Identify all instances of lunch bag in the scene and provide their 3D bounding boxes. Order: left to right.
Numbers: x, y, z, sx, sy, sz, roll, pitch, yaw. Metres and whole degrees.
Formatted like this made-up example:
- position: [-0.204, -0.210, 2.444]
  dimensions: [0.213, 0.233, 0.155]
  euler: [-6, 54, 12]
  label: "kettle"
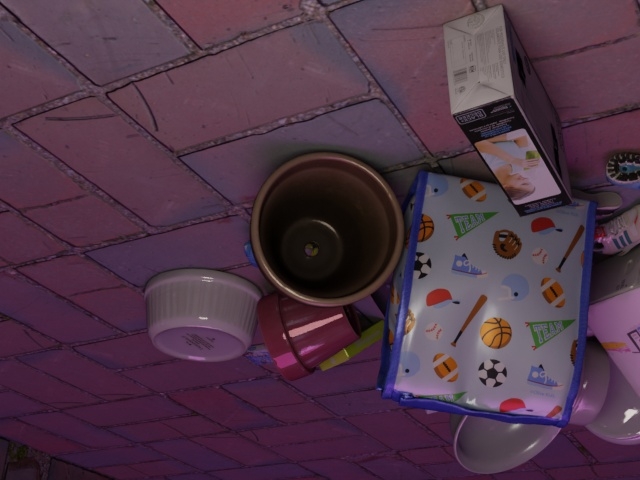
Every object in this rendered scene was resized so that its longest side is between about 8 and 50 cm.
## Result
- position: [0.279, 0.113, 1.549]
  dimensions: [0.328, 0.385, 0.239]
  euler: [8, 160, 0]
  label: "lunch bag"

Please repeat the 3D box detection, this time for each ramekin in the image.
- position: [-0.265, 0.177, 2.017]
  dimensions: [0.273, 0.127, 0.273]
  euler: [1, 151, 1]
  label: "ramekin"

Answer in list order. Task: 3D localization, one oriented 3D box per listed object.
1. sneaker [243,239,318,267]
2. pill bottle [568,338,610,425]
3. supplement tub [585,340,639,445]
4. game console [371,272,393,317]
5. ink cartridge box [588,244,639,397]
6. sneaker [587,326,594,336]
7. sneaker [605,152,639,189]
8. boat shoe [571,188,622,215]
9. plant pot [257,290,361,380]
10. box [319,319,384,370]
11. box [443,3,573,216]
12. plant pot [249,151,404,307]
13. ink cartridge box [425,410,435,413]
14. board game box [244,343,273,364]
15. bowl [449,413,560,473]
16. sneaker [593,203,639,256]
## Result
- position: [-0.062, 0.035, 1.815]
  dimensions: [0.126, 0.091, 0.240]
  euler: [19, 175, 36]
  label: "sneaker"
- position: [0.363, 0.242, 1.765]
  dimensions: [0.361, 0.204, 0.204]
  euler: [13, 150, -6]
  label: "pill bottle"
- position: [0.701, 0.339, 2.039]
  dimensions: [0.241, 0.240, 0.331]
  euler: [-13, 167, 25]
  label: "supplement tub"
- position: [0.318, 0.149, 1.852]
  dimensions: [0.342, 0.060, 0.386]
  euler: [-17, 127, 24]
  label: "game console"
- position: [0.641, 0.147, 1.746]
  dimensions: [0.168, 0.171, 0.232]
  euler: [-29, 104, 37]
  label: "ink cartridge box"
- position: [0.617, 0.130, 1.926]
  dimensions: [0.256, 0.094, 0.151]
  euler: [5, 129, 27]
  label: "sneaker"
- position: [0.559, -0.116, 1.511]
  dimensions: [0.162, 0.063, 0.073]
  euler: [4, 169, 6]
  label: "sneaker"
- position: [0.475, -0.065, 1.608]
  dimensions: [0.125, 0.046, 0.038]
  euler: [-2, 147, -10]
  label: "boat shoe"
- position: [-0.017, 0.185, 1.968]
  dimensions: [0.180, 0.201, 0.201]
  euler: [-23, 145, 12]
  label: "plant pot"
- position: [0.070, 0.249, 2.109]
  dimensions: [0.178, 0.042, 0.109]
  euler: [-25, 174, -43]
  label: "box"
- position: [0.275, -0.178, 1.295]
  dimensions: [0.087, 0.169, 0.290]
  euler: [-15, 145, 24]
  label: "box"
- position: [0.000, 0.000, 1.588]
  dimensions: [0.263, 0.262, 0.229]
  euler: [6, 168, -6]
  label: "plant pot"
- position: [0.348, 0.289, 2.095]
  dimensions: [0.223, 0.045, 0.223]
  euler: [-9, 125, -18]
  label: "ink cartridge box"
- position: [-0.145, 0.295, 2.331]
  dimensions: [0.090, 0.020, 0.090]
  euler: [-12, 148, 21]
  label: "board game box"
- position: [0.411, 0.385, 2.071]
  dimensions: [0.298, 0.134, 0.297]
  euler: [-12, 126, -17]
  label: "bowl"
- position: [0.553, -0.016, 1.675]
  dimensions: [0.075, 0.057, 0.161]
  euler: [0, 154, -8]
  label: "sneaker"
